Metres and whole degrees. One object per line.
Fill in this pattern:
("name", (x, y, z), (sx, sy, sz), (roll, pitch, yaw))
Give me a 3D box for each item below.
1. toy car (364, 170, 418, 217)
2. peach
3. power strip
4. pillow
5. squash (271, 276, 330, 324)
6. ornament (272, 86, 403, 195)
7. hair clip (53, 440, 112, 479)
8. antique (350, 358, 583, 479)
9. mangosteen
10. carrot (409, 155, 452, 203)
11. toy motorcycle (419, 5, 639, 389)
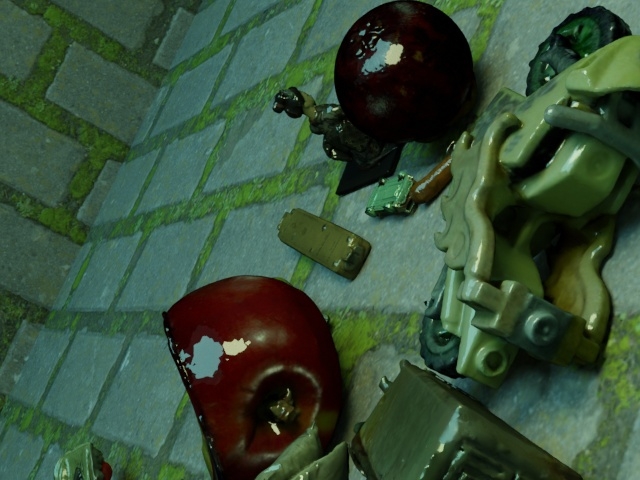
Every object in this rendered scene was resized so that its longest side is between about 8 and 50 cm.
("toy car", (0.098, -0.061, 1.412), (0.059, 0.035, 0.122), (-66, 15, -12))
("peach", (-0.078, 0.171, 1.304), (0.201, 0.257, 0.362), (-18, 8, -8))
("power strip", (0.000, 0.000, 1.538), (0.064, 0.044, 0.305), (-61, 24, -1))
("pillow", (-0.022, 0.291, 1.022), (0.078, 0.181, 0.134), (22, 38, 36))
("squash", (-0.040, 0.121, 1.445), (0.132, 0.105, 0.105), (26, 87, 48))
("ornament", (0.021, -0.192, 1.522), (0.166, 0.196, 0.153), (-19, 47, 56))
("hair clip", (-0.408, 0.513, 1.732), (0.138, 0.091, 0.321), (-29, 49, 38))
("antique", (0.116, 0.207, 0.962), (0.125, 0.150, 0.284), (-57, 15, -1))
("mangosteen", (0.117, -0.223, 1.356), (0.210, 0.210, 0.210), (-46, 27, 32))
("carrot", (0.155, -0.083, 1.327), (0.093, 0.032, 0.032), (-44, 27, 23))
("toy motorcycle", (0.222, -0.043, 0.980), (0.410, 0.169, 0.237), (-66, 17, 1))
